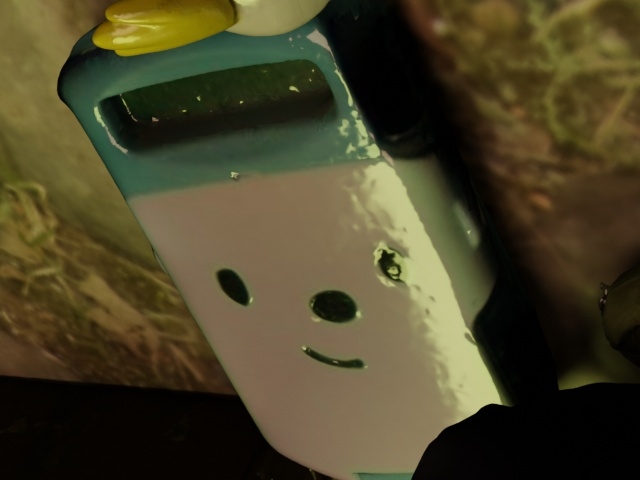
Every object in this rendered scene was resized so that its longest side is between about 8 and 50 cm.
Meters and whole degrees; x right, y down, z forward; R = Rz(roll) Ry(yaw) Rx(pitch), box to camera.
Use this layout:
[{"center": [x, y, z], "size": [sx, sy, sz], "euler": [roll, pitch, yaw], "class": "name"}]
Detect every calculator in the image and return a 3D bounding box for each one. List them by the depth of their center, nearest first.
[{"center": [0.000, 0.000, 0.739], "size": [0.173, 0.051, 0.293], "euler": [-7, 124, 36], "class": "calculator"}]

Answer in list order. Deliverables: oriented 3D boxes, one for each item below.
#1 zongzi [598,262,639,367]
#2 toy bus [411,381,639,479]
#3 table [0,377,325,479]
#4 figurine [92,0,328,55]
[{"center": [0.184, 0.042, 0.672], "size": [0.119, 0.055, 0.109], "euler": [38, 140, -21], "class": "zongzi"}, {"center": [0.234, 0.131, 0.617], "size": [0.386, 0.171, 0.162], "euler": [-14, 150, 29], "class": "toy bus"}, {"center": [-0.146, 0.238, 0.867], "size": [0.251, 0.282, 0.196], "euler": [2, 128, 28], "class": "table"}, {"center": [-0.021, -0.146, 0.561], "size": [0.109, 0.129, 0.178], "euler": [26, 137, 12], "class": "figurine"}]
